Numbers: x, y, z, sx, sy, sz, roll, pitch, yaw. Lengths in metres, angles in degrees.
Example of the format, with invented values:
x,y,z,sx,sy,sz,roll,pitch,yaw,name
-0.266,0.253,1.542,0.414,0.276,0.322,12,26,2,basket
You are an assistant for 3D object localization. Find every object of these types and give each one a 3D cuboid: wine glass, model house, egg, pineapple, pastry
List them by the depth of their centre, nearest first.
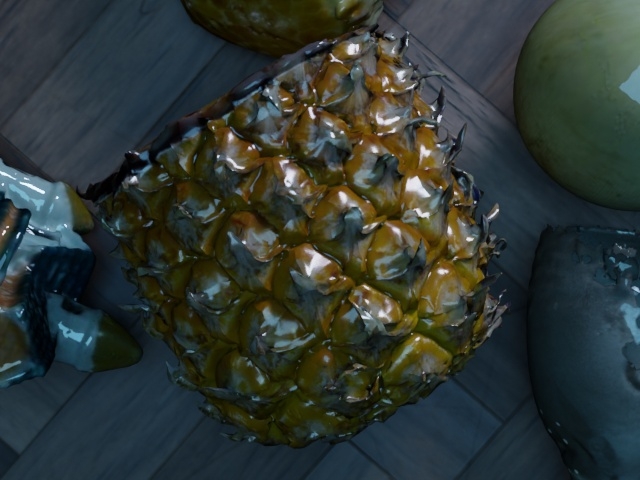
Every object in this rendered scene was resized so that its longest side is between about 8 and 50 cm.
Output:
x,y,z,sx,sy,sz,roll,pitch,yaw,name
-0.001,0.001,1.270,0.352,0.352,0.300,-32,95,1,pineapple
0.316,-0.141,1.315,0.296,0.218,0.218,-15,89,-11,egg
0.265,0.147,1.332,0.191,0.190,0.356,9,95,2,wine glass
-0.284,0.026,1.336,0.291,0.253,0.184,25,104,-15,model house
-0.042,-0.300,1.350,0.256,0.170,0.236,25,88,7,pastry
